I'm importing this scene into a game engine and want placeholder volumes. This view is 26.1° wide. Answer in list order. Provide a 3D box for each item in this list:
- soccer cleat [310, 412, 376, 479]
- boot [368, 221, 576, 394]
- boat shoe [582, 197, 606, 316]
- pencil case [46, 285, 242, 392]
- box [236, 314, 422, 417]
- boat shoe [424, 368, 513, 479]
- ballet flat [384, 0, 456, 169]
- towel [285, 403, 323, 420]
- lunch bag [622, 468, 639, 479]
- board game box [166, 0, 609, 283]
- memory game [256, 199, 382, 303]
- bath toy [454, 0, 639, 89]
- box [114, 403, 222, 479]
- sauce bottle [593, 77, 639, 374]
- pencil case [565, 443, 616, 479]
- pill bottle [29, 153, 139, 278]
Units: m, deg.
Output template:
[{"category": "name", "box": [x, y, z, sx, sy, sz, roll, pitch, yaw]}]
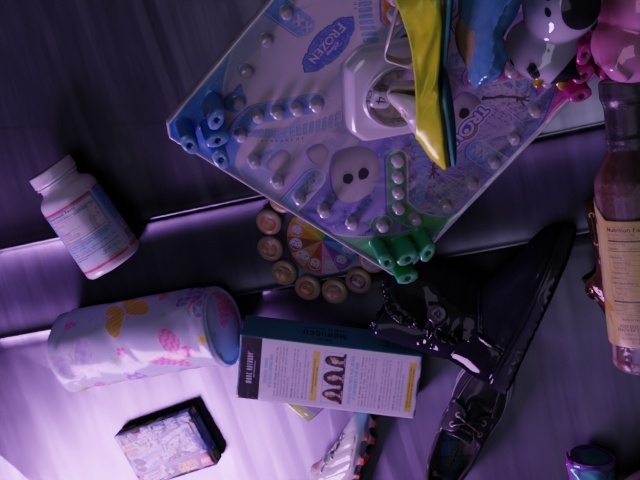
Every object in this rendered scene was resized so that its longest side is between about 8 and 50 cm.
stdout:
[{"category": "soccer cleat", "box": [0.025, 0.316, 1.947, 0.076, 0.068, 0.196, 19, 120, 12]}, {"category": "boot", "box": [0.189, 0.054, 1.761, 0.207, 0.094, 0.246, 26, 111, 11]}, {"category": "boat shoe", "box": [0.361, 0.043, 1.717, 0.073, 0.073, 0.207, -4, 102, 6]}, {"category": "pencil case", "box": [-0.244, 0.141, 1.925, 0.273, 0.113, 0.124, -12, 128, 22]}, {"category": "box", "box": [0.013, 0.170, 1.864, 0.244, 0.060, 0.101, 7, 115, 3]}, {"category": "boat shoe", "box": [0.193, 0.252, 1.859, 0.080, 0.076, 0.228, 27, 118, 4]}, {"category": "ballet flat", "box": [0.109, -0.183, 1.504, 0.077, 0.077, 0.231, 0, 124, 8]}, {"category": "towel", "box": [-0.013, 0.213, 1.944, 0.060, 0.009, 0.083, 39, 119, -3]}, {"category": "lunch bag", "box": [0.546, 0.387, 1.746, 0.256, 0.212, 0.305, -34, 101, 10]}, {"category": "board game box", "box": [0.090, -0.164, 1.580, 0.390, 0.050, 0.390, 31, 110, -32]}, {"category": "memory game", "box": [0.000, 0.000, 1.844, 0.186, 0.012, 0.186, 6, 115, 14]}, {"category": "bath toy", "box": [0.325, -0.227, 1.501, 0.348, 0.129, 0.151, -2, 156, -17]}, {"category": "box", "box": [-0.225, 0.304, 2.039, 0.137, 0.027, 0.094, -20, 104, 24]}, {"category": "sauce bottle", "box": [0.377, -0.020, 1.610, 0.111, 0.111, 0.344, -3, 100, 19]}, {"category": "pencil case", "box": [0.357, 0.350, 1.858, 0.070, 0.064, 0.152, 1, 114, -1]}, {"category": "pill bottle", "box": [-0.324, -0.034, 1.887, 0.087, 0.087, 0.160, -28, 102, 26]}]
